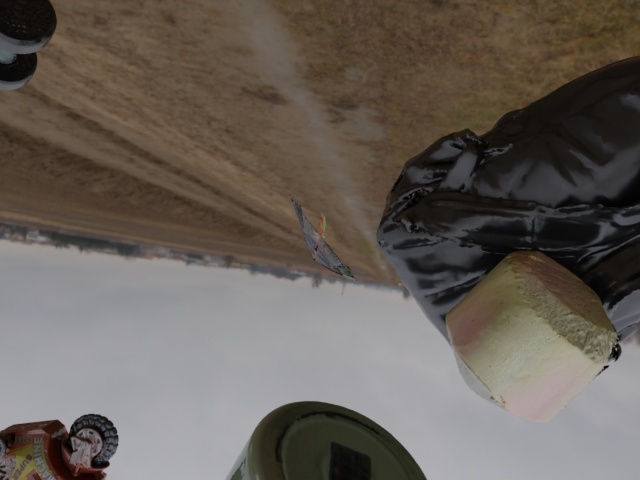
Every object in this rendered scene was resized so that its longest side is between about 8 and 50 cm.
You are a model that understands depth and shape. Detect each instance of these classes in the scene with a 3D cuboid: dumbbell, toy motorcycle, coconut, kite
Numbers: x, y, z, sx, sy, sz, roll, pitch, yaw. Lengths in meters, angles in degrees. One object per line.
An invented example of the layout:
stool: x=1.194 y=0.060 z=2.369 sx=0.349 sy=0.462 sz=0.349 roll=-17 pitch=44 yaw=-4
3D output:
dumbbell: x=-0.467 y=-0.303 z=0.861 sx=0.100 sy=0.100 sz=0.191 roll=11 pitch=168 yaw=-35
toy motorcycle: x=-0.459 y=0.370 z=0.924 sx=0.298 sy=0.171 sz=0.089 roll=-10 pitch=-172 yaw=9
coconut: x=0.204 y=0.101 z=0.585 sx=0.147 sy=0.152 sz=0.147 roll=28 pitch=-155 yaw=-15
kite: x=0.000 y=0.000 z=0.934 sx=0.010 sy=0.190 sz=0.159 roll=-33 pitch=166 yaw=-19

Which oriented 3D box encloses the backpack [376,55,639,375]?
backpack: x=0.303 y=-0.021 z=0.693 sx=0.446 sy=0.363 sz=0.255 roll=-38 pitch=-172 yaw=27

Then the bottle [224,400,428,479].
bottle: x=-0.049 y=0.368 z=0.608 sx=0.229 sy=0.351 sz=0.229 roll=26 pitch=-158 yaw=-11
